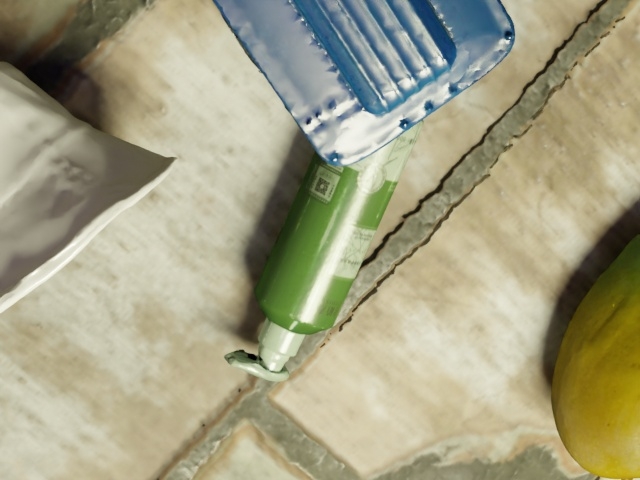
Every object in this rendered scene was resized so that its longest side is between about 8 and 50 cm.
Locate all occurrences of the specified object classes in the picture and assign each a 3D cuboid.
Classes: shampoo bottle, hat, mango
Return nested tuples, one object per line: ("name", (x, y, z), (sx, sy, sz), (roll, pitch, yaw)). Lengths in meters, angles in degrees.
("shampoo bottle", (0.000, 0.000, 1.077), (0.065, 0.065, 0.204), (20, 102, -19))
("hat", (-0.201, -0.027, 0.976), (0.203, 0.203, 0.126), (-40, 97, 1))
("mango", (0.234, 0.075, 1.132), (0.092, 0.130, 0.194), (23, 82, -53))

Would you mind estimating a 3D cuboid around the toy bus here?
("toy bus", (-0.027, -0.204, 0.946), (0.138, 0.175, 0.287), (-35, 112, 0))
